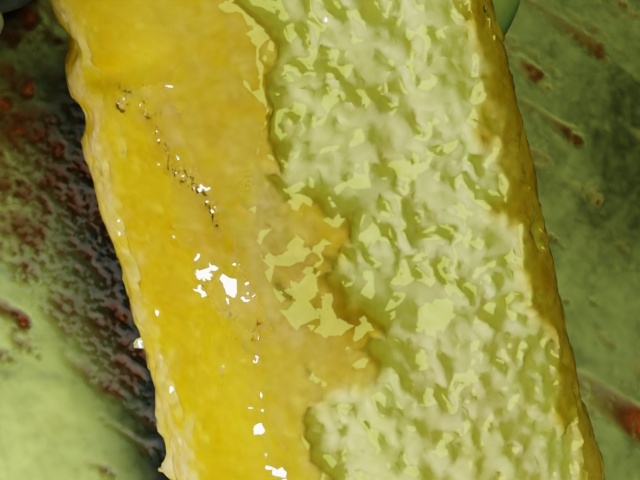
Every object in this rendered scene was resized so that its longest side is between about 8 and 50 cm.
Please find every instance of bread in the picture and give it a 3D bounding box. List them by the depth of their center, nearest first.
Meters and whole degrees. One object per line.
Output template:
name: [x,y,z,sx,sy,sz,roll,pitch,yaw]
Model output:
bread: [0.000,0.000,0.966,0.236,0.165,0.375,-17,97,-13]

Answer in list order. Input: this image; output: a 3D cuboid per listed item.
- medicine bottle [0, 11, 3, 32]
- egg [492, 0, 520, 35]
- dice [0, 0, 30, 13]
medicine bottle: [-0.301,-0.139,0.945,0.237,0.139,0.139,36,64,-3]
egg: [0.061,-0.150,1.097,0.114,0.114,0.152,41,70,-5]
dice: [-0.189,-0.256,0.994,0.193,0.192,0.194,40,66,-4]
